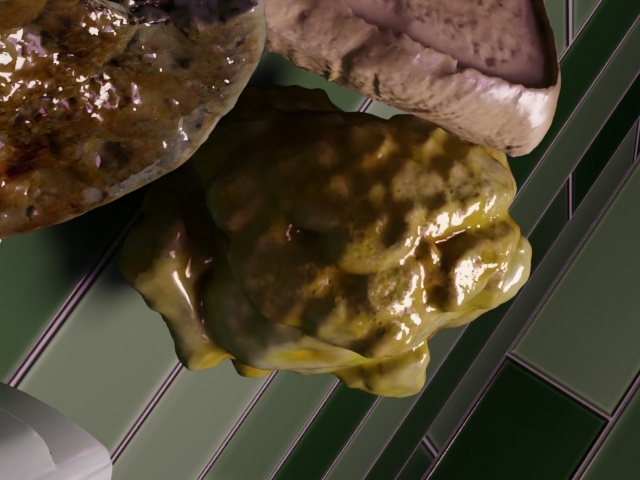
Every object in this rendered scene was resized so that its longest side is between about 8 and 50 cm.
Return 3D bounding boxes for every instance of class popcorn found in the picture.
[{"bbox_3d":[0.000,0.000,0.784,0.255,0.256,0.194,6,74,-41],"label":"popcorn"}]

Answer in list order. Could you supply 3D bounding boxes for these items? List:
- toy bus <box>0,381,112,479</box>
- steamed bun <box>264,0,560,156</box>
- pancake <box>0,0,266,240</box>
[{"bbox_3d":[-0.228,0.172,0.637,0.271,0.133,0.164,-18,132,-66],"label":"toy bus"},{"bbox_3d":[0.007,-0.154,0.681,0.213,0.231,0.110,7,149,-30],"label":"steamed bun"},{"bbox_3d":[-0.139,-0.054,0.484,0.254,0.037,0.253,-19,157,-8],"label":"pancake"}]
